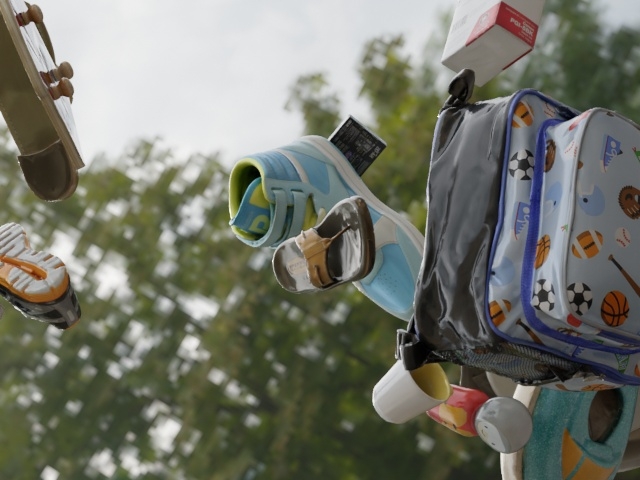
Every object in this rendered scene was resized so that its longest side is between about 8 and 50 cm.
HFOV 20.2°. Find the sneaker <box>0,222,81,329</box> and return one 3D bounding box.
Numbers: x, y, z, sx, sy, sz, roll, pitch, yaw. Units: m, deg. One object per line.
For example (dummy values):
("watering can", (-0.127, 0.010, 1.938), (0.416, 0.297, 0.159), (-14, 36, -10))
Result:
("sneaker", (-0.358, 0.047, 2.154), (0.084, 0.215, 0.083), (-38, -53, -15))

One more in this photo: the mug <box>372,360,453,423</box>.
("mug", (0.091, 0.155, 1.788), (0.064, 0.078, 0.062), (-41, 21, 29))

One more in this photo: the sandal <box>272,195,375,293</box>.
("sandal", (-0.005, 0.013, 2.014), (0.060, 0.090, 0.219), (-14, -4, -33))

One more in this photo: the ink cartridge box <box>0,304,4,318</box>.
("ink cartridge box", (-0.556, 0.095, 2.145), (0.197, 0.270, 0.198), (78, -144, -74))

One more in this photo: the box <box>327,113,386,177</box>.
("box", (0.039, -0.120, 2.443), (0.083, 0.067, 0.018), (-50, 12, 14))

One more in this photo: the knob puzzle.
("knob puzzle", (-0.269, -0.188, 1.721), (0.030, 0.213, 0.213), (-23, -26, 0))

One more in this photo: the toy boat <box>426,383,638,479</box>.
("toy boat", (0.276, 0.229, 2.188), (0.318, 0.148, 0.267), (12, -88, -42))

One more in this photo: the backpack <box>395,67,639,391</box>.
("backpack", (0.225, 0.010, 1.563), (0.263, 0.213, 0.276), (22, -106, -41))

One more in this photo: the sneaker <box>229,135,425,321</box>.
("sneaker", (0.000, 0.000, 2.314), (0.208, 0.319, 0.127), (-12, -40, -48))

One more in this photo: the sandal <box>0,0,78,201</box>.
("sandal", (-0.331, -0.161, 2.123), (0.079, 0.088, 0.240), (3, -108, -76))

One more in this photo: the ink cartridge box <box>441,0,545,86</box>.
("ink cartridge box", (0.188, -0.245, 1.889), (0.099, 0.056, 0.135), (-33, 33, 52))

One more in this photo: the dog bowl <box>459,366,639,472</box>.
("dog bowl", (0.346, 0.150, 2.383), (0.102, 0.349, 0.348), (-67, -9, -51))
